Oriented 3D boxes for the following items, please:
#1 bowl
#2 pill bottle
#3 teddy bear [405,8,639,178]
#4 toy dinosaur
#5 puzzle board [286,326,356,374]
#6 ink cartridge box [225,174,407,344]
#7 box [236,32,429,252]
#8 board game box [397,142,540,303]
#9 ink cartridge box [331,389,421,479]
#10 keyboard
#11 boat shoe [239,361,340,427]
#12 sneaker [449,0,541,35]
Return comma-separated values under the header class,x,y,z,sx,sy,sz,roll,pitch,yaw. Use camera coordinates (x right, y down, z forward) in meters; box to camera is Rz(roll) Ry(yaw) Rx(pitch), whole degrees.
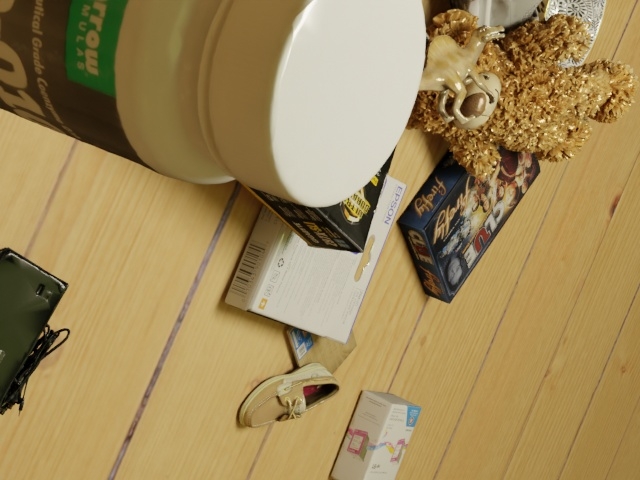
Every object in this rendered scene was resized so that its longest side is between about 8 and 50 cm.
class,x,y,z,sx,sy,sz,roll,pitch,yaw
bowl,0.292,-0.295,1.808,0.170,0.080,0.170,-33,134,-42
pill bottle,-0.120,-0.158,1.002,0.204,0.361,0.204,-33,134,-43
teddy bear,0.237,-0.163,1.679,0.338,0.245,0.113,26,44,-53
toy dinosaur,0.135,-0.172,1.517,0.183,0.053,0.092,-34,109,-38
puzzle board,0.001,0.116,1.684,0.096,0.011,0.128,-47,142,-28
ink cartridge box,0.000,0.000,1.576,0.208,0.045,0.206,26,84,-56
box,-0.016,-0.168,1.369,0.322,0.079,0.257,42,63,-54
board game box,0.199,-0.060,1.845,0.243,0.042,0.165,-54,146,-22
ink cartridge box,0.073,0.262,1.841,0.088,0.052,0.122,17,96,-59
keyboard,-0.291,0.107,1.230,0.100,0.038,0.192,37,77,-34
boat shoe,-0.033,0.182,1.630,0.135,0.045,0.050,-27,132,-36
sneaker,0.219,-0.328,1.575,0.281,0.115,0.105,102,-20,-64
